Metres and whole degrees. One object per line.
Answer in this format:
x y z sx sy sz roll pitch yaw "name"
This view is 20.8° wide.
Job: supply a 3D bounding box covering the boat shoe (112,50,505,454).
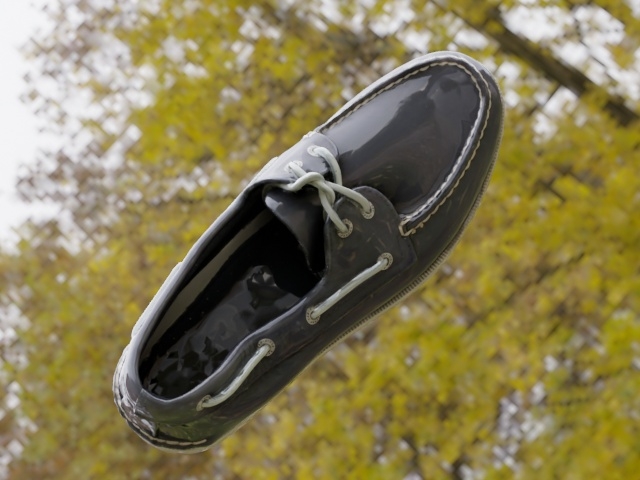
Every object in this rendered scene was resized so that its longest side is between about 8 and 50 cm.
0.000 0.000 0.680 0.206 0.075 0.065 -46 -11 -9 "boat shoe"
